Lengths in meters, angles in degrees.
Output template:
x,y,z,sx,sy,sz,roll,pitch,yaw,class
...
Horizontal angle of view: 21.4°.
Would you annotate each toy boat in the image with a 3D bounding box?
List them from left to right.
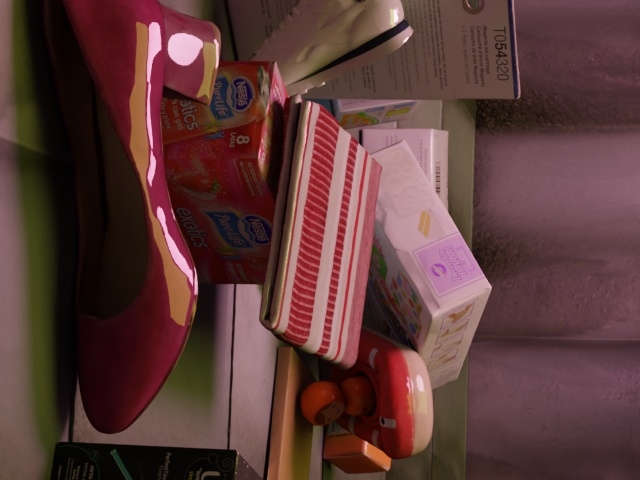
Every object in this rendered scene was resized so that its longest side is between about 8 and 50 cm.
x,y,z,sx,sy,sz,roll,pitch,yaw,class
0.044,0.204,2.204,0.231,0.151,0.151,22,-60,58,toy boat

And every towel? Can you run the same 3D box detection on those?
x,y,z,sx,sy,sz,roll,pitch,yaw,class
0.000,0.000,1.753,0.329,0.037,0.237,36,60,-72,towel

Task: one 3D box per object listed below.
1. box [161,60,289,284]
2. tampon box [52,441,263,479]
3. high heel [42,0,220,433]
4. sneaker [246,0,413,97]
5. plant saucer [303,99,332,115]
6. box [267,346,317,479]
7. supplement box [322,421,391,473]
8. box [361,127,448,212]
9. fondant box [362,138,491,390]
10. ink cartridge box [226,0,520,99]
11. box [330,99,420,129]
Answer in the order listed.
x,y,z,sx,sy,sz,roll,pitch,yaw,class
-0.087,-0.064,1.724,0.257,0.128,0.123,71,24,-58,box
-0.140,0.244,1.434,0.101,0.161,0.120,62,31,-64,tampon box
-0.194,-0.031,1.410,0.181,0.127,0.377,14,80,-47,high heel
-0.019,-0.215,1.849,0.095,0.235,0.090,63,6,-14,sneaker
-0.032,-0.081,2.155,0.317,0.043,0.318,1,90,-77,plant saucer
-0.037,0.256,2.195,0.164,0.021,0.201,60,33,-66,box
0.064,0.219,2.475,0.078,0.080,0.233,40,51,-47,supplement box
0.138,-0.090,2.722,0.182,0.119,0.181,-12,102,-77,box
0.112,0.050,2.271,0.238,0.096,0.330,61,-14,21,fondant box
0.052,-0.305,1.872,0.071,0.330,0.324,-73,160,-50,ink cartridge box
0.066,-0.218,2.291,0.203,0.114,0.103,117,-36,-86,box
